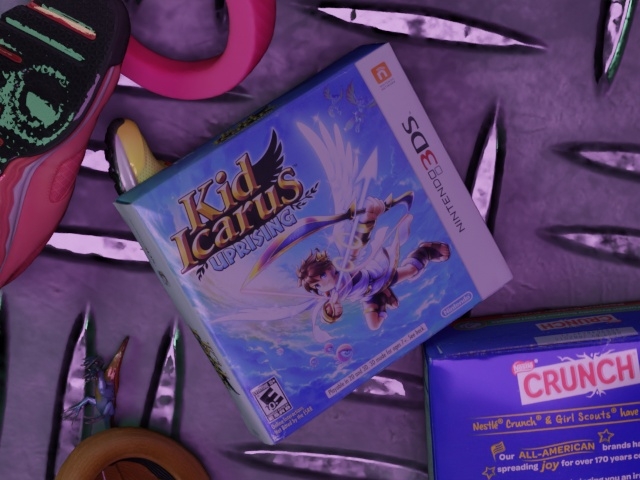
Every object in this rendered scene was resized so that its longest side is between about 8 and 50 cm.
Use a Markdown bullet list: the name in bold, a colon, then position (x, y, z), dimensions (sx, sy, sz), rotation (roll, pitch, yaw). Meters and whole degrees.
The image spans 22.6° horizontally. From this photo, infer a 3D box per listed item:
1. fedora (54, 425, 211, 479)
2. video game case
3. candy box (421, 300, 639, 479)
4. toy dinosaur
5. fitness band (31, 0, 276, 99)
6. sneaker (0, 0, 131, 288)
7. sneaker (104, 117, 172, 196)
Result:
- **fedora**: position (-0.179, 0.265, 1.445), dimensions (0.194, 0.079, 0.194), rotation (8, 76, -36)
- **video game case**: position (0.000, 0.000, 1.379), dimensions (0.269, 0.061, 0.244), rotation (-34, 104, -16)
- **candy box**: position (0.233, 0.224, 1.463), dimensions (0.268, 0.122, 0.317), rotation (-5, 105, -2)
- **toy dinosaur**: position (-0.192, 0.147, 1.455), dimensions (0.090, 0.047, 0.082), rotation (-30, 123, -7)
- **fitness band**: position (-0.157, -0.238, 1.291), dimensions (0.209, 0.054, 0.291), rotation (-13, 119, 38)
- **sneaker**: position (-0.249, -0.080, 1.347), dimensions (0.116, 0.136, 0.314), rotation (35, 105, 11)
- **sneaker**: position (-0.115, -0.025, 1.404), dimensions (0.094, 0.081, 0.208), rotation (-32, 110, -5)
